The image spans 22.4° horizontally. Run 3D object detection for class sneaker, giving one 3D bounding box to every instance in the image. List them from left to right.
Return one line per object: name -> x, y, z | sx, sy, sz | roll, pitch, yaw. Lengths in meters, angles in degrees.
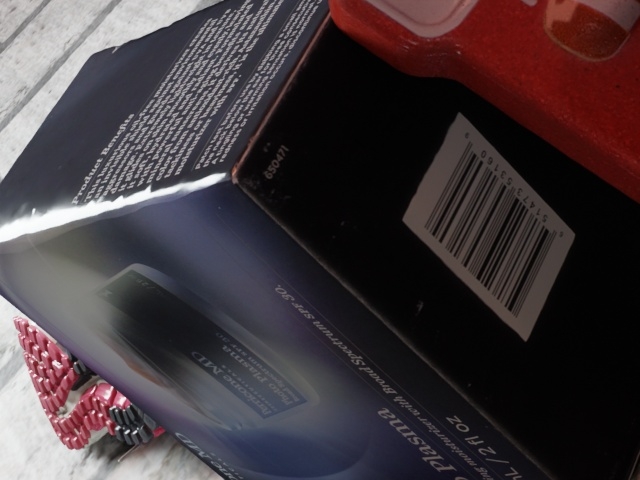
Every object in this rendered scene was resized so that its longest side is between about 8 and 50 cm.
sneaker -> -0.154, 0.100, 1.289 | 0.112, 0.121, 0.299 | -25, 13, -29

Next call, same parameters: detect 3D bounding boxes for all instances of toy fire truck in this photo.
toy fire truck -> 0.180, -0.163, 0.747 | 0.302, 0.254, 0.169 | -54, -10, -8

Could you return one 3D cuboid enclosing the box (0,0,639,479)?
box -> 0.003, 0.018, 0.929 | 0.294, 0.296, 0.183 | -12, 42, 52
